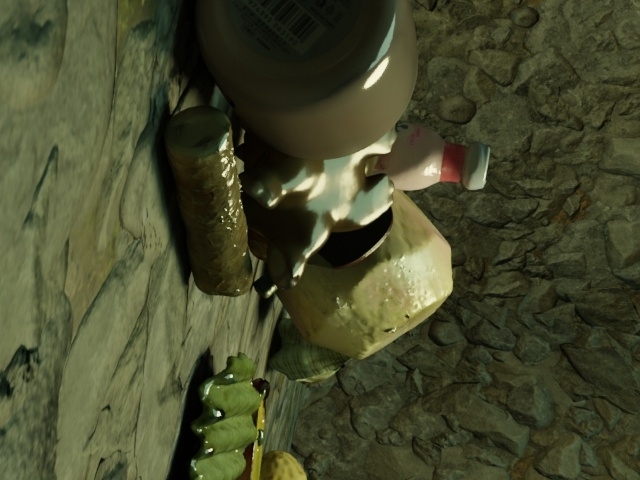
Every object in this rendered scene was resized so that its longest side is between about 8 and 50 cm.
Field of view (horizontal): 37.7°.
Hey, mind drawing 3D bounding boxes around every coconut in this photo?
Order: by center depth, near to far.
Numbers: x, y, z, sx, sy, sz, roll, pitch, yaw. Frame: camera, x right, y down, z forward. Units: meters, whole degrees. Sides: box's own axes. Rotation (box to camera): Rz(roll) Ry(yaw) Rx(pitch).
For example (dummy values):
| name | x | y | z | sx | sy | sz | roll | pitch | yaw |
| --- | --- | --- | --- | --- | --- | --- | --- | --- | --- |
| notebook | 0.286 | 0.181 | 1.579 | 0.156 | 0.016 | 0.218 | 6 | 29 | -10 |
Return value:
| name | x | y | z | sx | sy | sz | roll | pitch | yaw |
| --- | --- | --- | --- | --- | --- | --- | --- | --- | --- |
| coconut | 0.060 | 0.034 | 1.732 | 0.352 | 0.352 | 0.353 | 12 | 90 | -86 |

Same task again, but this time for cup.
| name | x | y | z | sx | sy | sz | roll | pitch | yaw |
| --- | --- | --- | --- | --- | --- | --- | --- | --- | --- |
| cup | -0.019 | -0.211 | 0.828 | 0.200 | 0.191 | 0.253 | 35 | 38 | -82 |

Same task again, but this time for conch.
| name | x | y | z | sx | sy | sz | roll | pitch | yaw |
| --- | --- | --- | --- | --- | --- | --- | --- | --- | --- |
| conch | -0.021 | 0.228 | 2.048 | 0.203 | 0.169 | 0.386 | -37 | 175 | -25 |

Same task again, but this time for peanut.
| name | x | y | z | sx | sy | sz | roll | pitch | yaw |
| --- | --- | --- | --- | --- | --- | --- | --- | --- | --- |
| peanut | -0.117 | 0.536 | 1.719 | 0.147 | 0.147 | 0.306 | 89 | 14 | -73 |

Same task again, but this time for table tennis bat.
| name | x | y | z | sx | sy | sz | roll | pitch | yaw |
| --- | --- | --- | --- | --- | --- | --- | --- | --- | --- |
| table tennis bat | 0.000 | 0.000 | 1.546 | 0.274 | 0.154 | 0.021 | -40 | 151 | -18 |

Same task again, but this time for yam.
| name | x | y | z | sx | sy | sz | roll | pitch | yaw |
| --- | --- | --- | --- | --- | --- | --- | --- | --- | --- |
| yam | -0.100 | -0.025 | 0.877 | 0.300 | 0.066 | 0.066 | 94 | 9 | -63 |

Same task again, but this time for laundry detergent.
| name | x | y | z | sx | sy | sz | roll | pitch | yaw |
| --- | --- | --- | --- | --- | --- | --- | --- | --- | --- |
| laundry detergent | 0.116 | -0.147 | 1.589 | 0.088 | 0.335 | 0.159 | 90 | 12 | -50 |

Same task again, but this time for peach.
| name | x | y | z | sx | sy | sz | roll | pitch | yaw |
| --- | --- | --- | --- | --- | --- | --- | --- | --- | --- |
| peach | -0.129 | 0.360 | 1.511 | 0.189 | 0.068 | 0.279 | 72 | 24 | -75 |

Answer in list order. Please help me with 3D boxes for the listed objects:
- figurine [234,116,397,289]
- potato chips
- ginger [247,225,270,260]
| name | x | y | z | sx | sy | sz | roll | pitch | yaw |
| --- | --- | --- | --- | --- | --- | --- | --- | --- | --- |
| figurine | -0.034 | -0.077 | 1.054 | 0.247 | 0.173 | 0.177 | -46 | 136 | -32 |
| potato chips | -0.142 | 0.359 | 1.245 | 0.389 | 0.097 | 0.373 | 93 | 4 | -60 |
| ginger | -0.043 | -0.058 | 1.333 | 0.309 | 0.107 | 0.133 | -66 | -178 | -55 |
